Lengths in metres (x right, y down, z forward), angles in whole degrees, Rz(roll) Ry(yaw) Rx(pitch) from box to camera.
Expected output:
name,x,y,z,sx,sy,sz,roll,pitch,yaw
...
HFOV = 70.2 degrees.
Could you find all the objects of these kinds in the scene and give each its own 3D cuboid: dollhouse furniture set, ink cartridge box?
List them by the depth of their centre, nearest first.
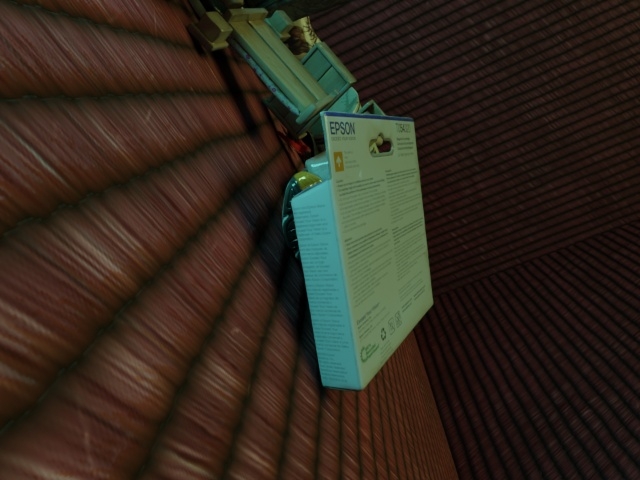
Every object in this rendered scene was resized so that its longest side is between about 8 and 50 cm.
name,x,y,z,sx,sy,sz,roll,pitch,yaw
ink cartridge box,0.076,-0.010,0.662,0.324,0.071,0.330,-22,105,-59
dollhouse furniture set,-0.062,-0.230,0.817,0.303,0.174,0.355,47,32,-6

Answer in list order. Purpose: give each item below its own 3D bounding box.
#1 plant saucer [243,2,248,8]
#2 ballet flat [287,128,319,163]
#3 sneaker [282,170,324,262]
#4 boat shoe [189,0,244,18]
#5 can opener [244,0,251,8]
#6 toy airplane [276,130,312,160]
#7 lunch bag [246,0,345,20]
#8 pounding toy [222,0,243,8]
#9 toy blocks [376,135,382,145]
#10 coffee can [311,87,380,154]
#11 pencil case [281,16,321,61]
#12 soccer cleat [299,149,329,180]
name,x,y,z,sx,sy,sz,roll,pitch,yaw
plant saucer,-0.154,-0.461,1.077,0.198,0.036,0.199,-22,90,-80
ballet flat,-0.037,-0.245,1.155,0.173,0.057,0.049,54,14,-56
sneaker,0.000,0.000,0.739,0.121,0.099,0.262,-112,-178,-59
boat shoe,-0.200,-0.452,0.662,0.095,0.079,0.254,-97,162,-58
can opener,-0.166,-0.553,1.172,0.186,0.073,0.059,53,31,-30
toy airplane,-0.042,-0.210,1.038,0.151,0.028,0.151,41,9,-8
lunch bag,-0.046,-0.644,1.052,0.256,0.305,0.213,31,62,-52
pounding toy,-0.158,-0.399,0.535,0.269,0.154,0.154,-38,109,-79
toy blocks,0.133,-0.242,1.787,0.260,0.309,0.289,-1,51,-45
coffee can,0.056,-0.279,1.322,0.275,0.201,0.202,56,14,-49
pencil case,-0.116,-0.716,1.346,0.160,0.183,0.410,-85,157,-65
soccer cleat,0.001,-0.108,0.939,0.331,0.143,0.116,124,-53,-73
